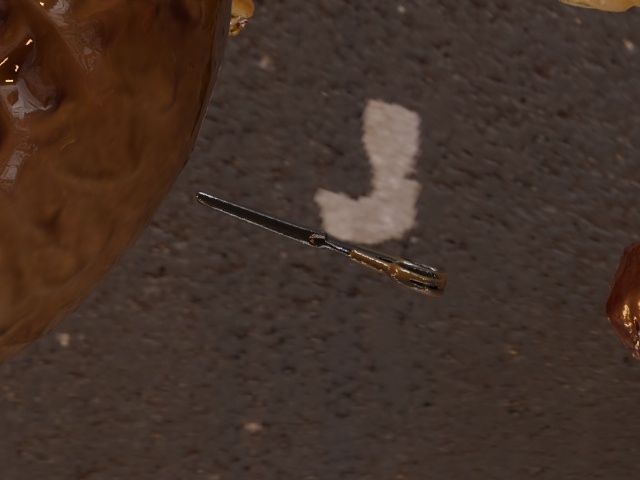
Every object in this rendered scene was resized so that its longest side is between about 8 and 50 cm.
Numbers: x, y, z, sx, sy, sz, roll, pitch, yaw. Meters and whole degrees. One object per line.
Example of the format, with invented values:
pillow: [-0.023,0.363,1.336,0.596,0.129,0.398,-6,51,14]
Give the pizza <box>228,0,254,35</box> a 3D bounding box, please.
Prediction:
pizza: [-0.173,-0.199,1.671,0.199,0.188,0.062,-46,51,32]

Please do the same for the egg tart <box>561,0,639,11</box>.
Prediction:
egg tart: [0.134,-0.288,1.078,0.352,0.150,0.352,7,68,-17]

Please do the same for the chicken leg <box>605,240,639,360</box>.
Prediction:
chicken leg: [0.318,-0.007,1.121,0.304,0.093,0.113,-39,80,34]

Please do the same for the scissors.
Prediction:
scissors: [0.000,0.000,1.397,0.220,0.088,0.017,20,100,5]

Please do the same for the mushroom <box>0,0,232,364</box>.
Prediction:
mushroom: [-0.137,-0.072,0.352,0.253,0.153,0.253,5,73,-15]
